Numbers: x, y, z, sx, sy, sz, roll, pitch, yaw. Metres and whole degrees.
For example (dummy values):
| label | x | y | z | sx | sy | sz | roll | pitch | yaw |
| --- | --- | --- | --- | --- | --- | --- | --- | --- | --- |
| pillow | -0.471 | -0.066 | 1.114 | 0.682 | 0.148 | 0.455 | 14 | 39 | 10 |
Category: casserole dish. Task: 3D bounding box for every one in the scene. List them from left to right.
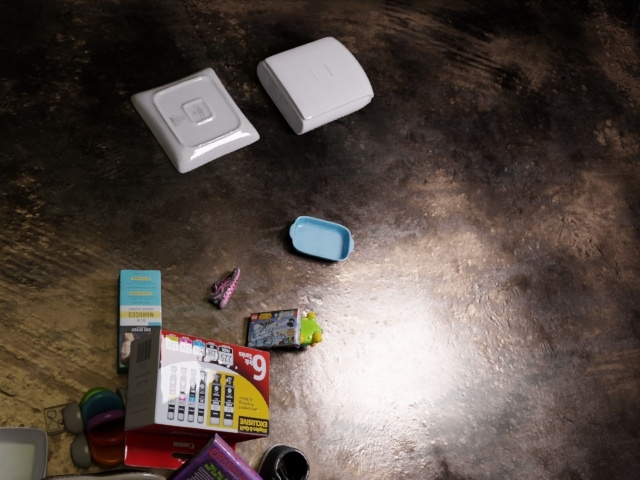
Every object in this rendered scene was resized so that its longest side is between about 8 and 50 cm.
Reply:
| label | x | y | z | sx | sy | sz | roll | pitch | yaw |
| --- | --- | --- | --- | --- | --- | --- | --- | --- | --- |
| casserole dish | 0.000 | 0.000 | 1.985 | 0.189 | 0.037 | 0.114 | 14 | 62 | -13 |

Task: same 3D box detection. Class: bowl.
| label | x | y | z | sx | sy | sz | roll | pitch | yaw |
| --- | --- | --- | --- | --- | --- | --- | --- | --- | --- |
| bowl | -0.656 | 0.474 | 1.510 | 0.142 | 0.053 | 0.142 | 5 | 64 | -18 |

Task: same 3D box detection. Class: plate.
| label | x | y | z | sx | sy | sz | roll | pitch | yaw |
| --- | --- | --- | --- | --- | --- | --- | --- | --- | --- |
| plate | -0.351 | -0.357 | 2.019 | 0.278 | 0.045 | 0.277 | -29 | 79 | -28 |

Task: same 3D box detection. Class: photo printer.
| label | x | y | z | sx | sy | sz | roll | pitch | yaw |
| --- | --- | --- | --- | --- | --- | --- | --- | --- | --- |
| photo printer | -0.002 | -0.482 | 2.169 | 0.308 | 0.107 | 0.256 | -27 | 77 | -28 |

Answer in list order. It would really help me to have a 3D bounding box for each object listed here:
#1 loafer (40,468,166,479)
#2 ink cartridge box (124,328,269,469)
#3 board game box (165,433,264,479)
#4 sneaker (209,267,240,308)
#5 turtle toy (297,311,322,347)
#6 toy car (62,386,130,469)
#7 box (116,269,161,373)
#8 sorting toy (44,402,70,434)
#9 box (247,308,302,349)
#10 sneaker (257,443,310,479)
| label | x | y | z | sx | sy | sz | roll | pitch | yaw |
| --- | --- | --- | --- | --- | --- | --- | --- | --- | --- |
| loafer | -0.464 | 0.543 | 1.520 | 0.269 | 0.102 | 0.092 | 6 | 76 | -26 |
| ink cartridge box | -0.269 | 0.369 | 1.593 | 0.309 | 0.130 | 0.271 | 20 | 58 | -40 |
| board game box | -0.181 | 0.608 | 1.526 | 0.208 | 0.056 | 0.347 | -41 | 98 | 3 |
| sneaker | -0.249 | 0.115 | 1.838 | 0.057 | 0.047 | 0.119 | 23 | 58 | 4 |
| turtle toy | -0.058 | 0.239 | 1.832 | 0.130 | 0.066 | 0.095 | -1 | 43 | -18 |
| toy car | -0.469 | 0.407 | 1.554 | 0.159 | 0.136 | 0.182 | -11 | 77 | -27 |
| box | -0.438 | 0.195 | 1.717 | 0.101 | 0.060 | 0.244 | 2 | 65 | -19 |
| sorting toy | -0.574 | 0.399 | 1.598 | 0.083 | 0.012 | 0.062 | -8 | 72 | -24 |
| box | -0.115 | 0.225 | 1.794 | 0.137 | 0.027 | 0.093 | -7 | 63 | 21 |
| sneaker | -0.108 | 0.597 | 1.599 | 0.105 | 0.147 | 0.295 | 22 | 62 | -11 |
